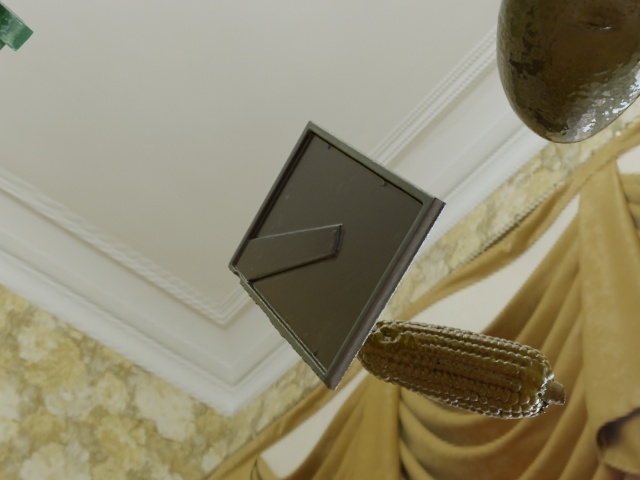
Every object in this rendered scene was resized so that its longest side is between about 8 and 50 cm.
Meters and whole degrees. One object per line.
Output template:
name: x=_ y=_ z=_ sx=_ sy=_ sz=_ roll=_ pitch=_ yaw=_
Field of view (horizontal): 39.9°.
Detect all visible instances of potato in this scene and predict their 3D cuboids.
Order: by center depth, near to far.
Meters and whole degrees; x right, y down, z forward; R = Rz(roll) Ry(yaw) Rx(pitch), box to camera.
potato: x=0.268 y=-0.206 z=0.902 sx=0.174 sy=0.159 sz=0.251 roll=42 pitch=-35 yaw=30

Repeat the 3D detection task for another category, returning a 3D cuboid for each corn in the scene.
corn: x=0.165 y=0.152 z=1.065 sx=0.261 sy=0.097 sz=0.097 roll=15 pitch=-51 yaw=11

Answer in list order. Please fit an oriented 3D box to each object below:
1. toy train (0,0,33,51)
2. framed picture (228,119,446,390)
toy train: x=-0.341 y=-0.156 z=0.779 sx=0.178 sy=0.104 sz=0.071 roll=-48 pitch=-38 yaw=-1
framed picture: x=0.000 y=0.000 z=0.951 sx=0.020 sy=0.289 sz=0.211 roll=26 pitch=-82 yaw=-33
